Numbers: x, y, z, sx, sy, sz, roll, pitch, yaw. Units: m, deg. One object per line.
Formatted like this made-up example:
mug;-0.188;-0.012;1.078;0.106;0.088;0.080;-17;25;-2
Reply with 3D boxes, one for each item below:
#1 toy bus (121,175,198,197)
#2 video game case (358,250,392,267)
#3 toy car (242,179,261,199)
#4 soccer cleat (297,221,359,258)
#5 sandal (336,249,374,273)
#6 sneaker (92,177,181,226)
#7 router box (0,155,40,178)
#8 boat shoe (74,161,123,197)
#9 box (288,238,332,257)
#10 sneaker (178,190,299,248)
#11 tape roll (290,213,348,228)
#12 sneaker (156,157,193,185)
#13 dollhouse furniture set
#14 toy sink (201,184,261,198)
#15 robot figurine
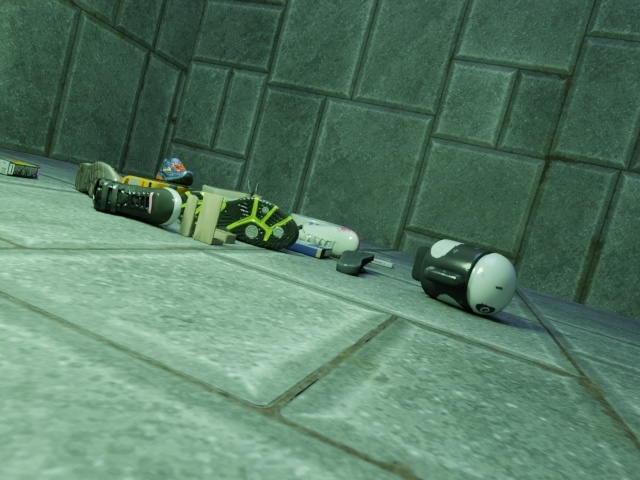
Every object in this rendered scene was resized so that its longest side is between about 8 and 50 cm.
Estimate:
toy bus;-0.521;-0.139;1.550;0.130;0.108;0.333;13;4;5
video game case;0.208;0.072;1.958;0.183;0.023;0.201;15;4;5
toy car;-0.258;-0.116;1.617;0.149;0.188;0.155;16;4;8
soccer cleat;0.000;0.000;1.696;0.143;0.116;0.331;-2;9;-35
sandal;0.100;0.073;1.432;0.097;0.054;0.254;9;12;18
sneaker;-0.493;-0.101;1.222;0.296;0.104;0.147;11;2;40
router box;-1.040;-0.248;1.522;0.179;0.046;0.133;16;4;7
boat shoe;-0.701;-0.192;1.538;0.116;0.123;0.324;14;5;-44
box;-0.084;0.012;1.591;0.225;0.036;0.136;18;4;16
sneaker;-0.244;-0.075;1.451;0.385;0.145;0.147;17;5;7
tape roll;-0.013;-0.045;2.198;0.286;0.100;0.286;15;4;-1
sneaker;-0.501;-0.240;1.603;0.083;0.087;0.221;7;6;-44
dollhouse furniture set;-0.291;-0.065;1.253;0.144;0.123;0.151;17;4;23
toy sink;-0.410;-0.163;2.128;0.234;0.131;0.153;6;9;-37
robot figurine;0.384;0.098;1.265;0.209;0.173;0.278;-39;36;-28
